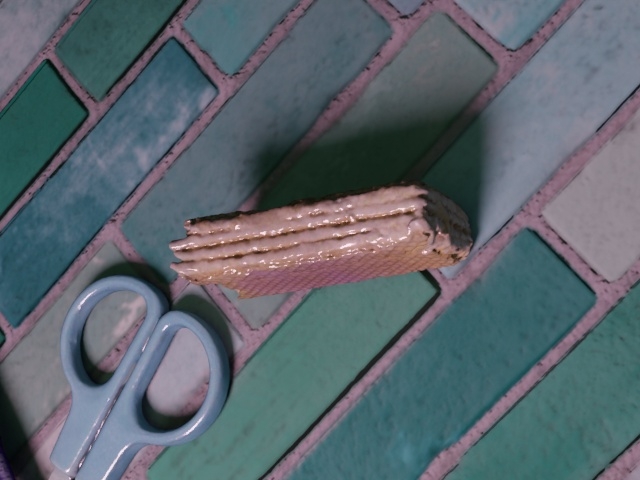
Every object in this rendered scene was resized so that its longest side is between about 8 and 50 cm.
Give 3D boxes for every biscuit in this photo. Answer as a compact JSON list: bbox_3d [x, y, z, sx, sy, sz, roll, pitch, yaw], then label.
[{"bbox_3d":[0.000,0.000,1.108,0.238,0.108,0.062,-10,74,26],"label":"biscuit"}]

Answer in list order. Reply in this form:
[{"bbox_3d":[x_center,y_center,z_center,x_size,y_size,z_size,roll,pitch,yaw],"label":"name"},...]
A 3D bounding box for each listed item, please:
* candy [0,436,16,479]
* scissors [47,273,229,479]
[{"bbox_3d":[-0.369,0.187,1.288,0.145,0.070,0.275,-32,64,22],"label":"candy"},{"bbox_3d":[-0.241,0.249,1.232,0.192,0.029,0.447,31,96,29],"label":"scissors"}]
